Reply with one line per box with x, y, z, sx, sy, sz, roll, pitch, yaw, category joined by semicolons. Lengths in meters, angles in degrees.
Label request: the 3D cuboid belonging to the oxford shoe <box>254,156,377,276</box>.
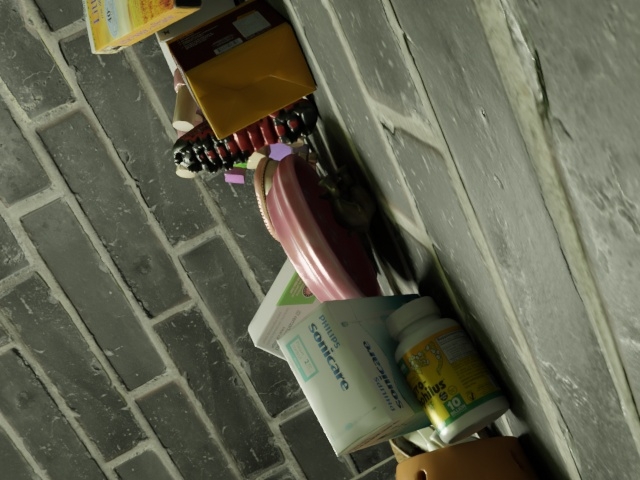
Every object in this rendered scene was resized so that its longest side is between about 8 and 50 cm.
-0.003;-0.037;1.845;0.397;0.147;0.140;52;-138;-43;oxford shoe

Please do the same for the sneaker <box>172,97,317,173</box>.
-0.150;-0.217;1.628;0.097;0.276;0.135;76;169;-53;sneaker

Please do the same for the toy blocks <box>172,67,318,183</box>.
-0.148;-0.285;1.848;0.288;0.309;0.259;109;166;-67;toy blocks

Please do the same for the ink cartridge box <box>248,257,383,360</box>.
0.020;0.173;1.812;0.273;0.198;0.115;28;-175;-17;ink cartridge box

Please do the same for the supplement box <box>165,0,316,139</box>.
-0.142;-0.304;1.527;0.129;0.191;0.194;65;175;-35;supplement box

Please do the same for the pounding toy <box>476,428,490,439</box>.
0.211;0.298;1.703;0.182;0.110;0.237;64;175;-23;pounding toy

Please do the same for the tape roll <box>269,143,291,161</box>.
-0.127;-0.218;2.407;0.274;0.090;0.275;60;174;10;tape roll

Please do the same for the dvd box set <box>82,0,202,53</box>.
-0.370;-0.555;1.712;0.420;0.062;0.307;-1;98;55;dvd box set

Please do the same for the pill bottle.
0.187;0.194;1.349;0.208;0.118;0.117;60;175;23;pill bottle

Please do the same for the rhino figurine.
0.053;-0.058;1.580;0.106;0.073;0.243;50;176;8;rhino figurine

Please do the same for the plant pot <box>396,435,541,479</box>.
0.240;0.428;1.371;0.291;0.291;0.203;75;-177;-68;plant pot

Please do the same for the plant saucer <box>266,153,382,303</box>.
0.000;0.000;1.623;0.332;0.084;0.332;56;-168;-18;plant saucer

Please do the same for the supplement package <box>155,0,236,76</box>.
-0.267;-0.464;1.909;0.293;0.175;0.177;85;165;-77;supplement package

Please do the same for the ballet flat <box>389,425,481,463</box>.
0.222;0.382;1.617;0.124;0.116;0.342;53;162;-17;ballet flat

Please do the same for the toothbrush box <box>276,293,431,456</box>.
0.101;0.213;1.463;0.296;0.126;0.216;0;-126;-55;toothbrush box
